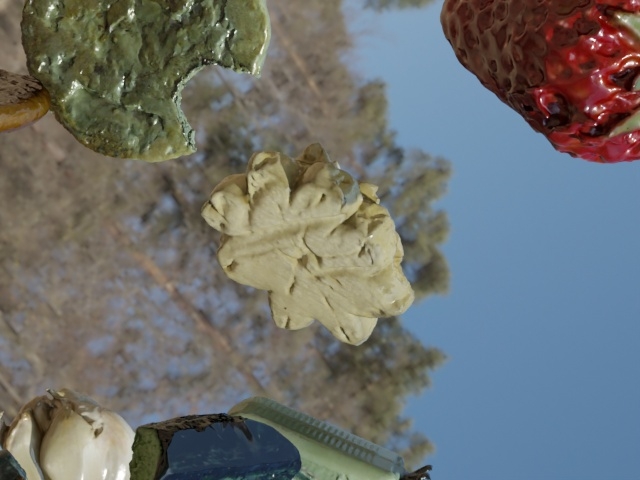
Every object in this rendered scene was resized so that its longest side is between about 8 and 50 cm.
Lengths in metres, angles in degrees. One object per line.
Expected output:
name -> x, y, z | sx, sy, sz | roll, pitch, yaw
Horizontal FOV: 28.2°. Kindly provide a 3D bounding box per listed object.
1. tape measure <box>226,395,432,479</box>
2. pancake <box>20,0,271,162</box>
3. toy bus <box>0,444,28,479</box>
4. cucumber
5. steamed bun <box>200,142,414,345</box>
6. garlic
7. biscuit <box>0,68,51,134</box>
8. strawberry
tape measure -> -0.023, 0.299, 1.392 | 0.115, 0.235, 0.207 | -20, 132, -80
pancake -> -0.163, -0.201, 1.153 | 0.254, 0.253, 0.037 | -27, 178, 17
toy bus -> -0.301, 0.274, 1.117 | 0.139, 0.167, 0.275 | -29, -168, -20
cucumber -> -0.086, 0.174, 1.048 | 0.046, 0.070, 0.220 | -28, 163, 27
steamed bun -> 0.000, 0.000, 1.667 | 0.295, 0.292, 0.137 | 21, -135, 15
garlic -> -0.414, 0.325, 1.973 | 0.281, 0.203, 0.185 | -5, -173, 17
biscuit -> -0.324, -0.112, 1.042 | 0.212, 0.036, 0.212 | 2, -161, -1
strawberry -> 0.208, -0.170, 1.082 | 0.244, 0.205, 0.205 | 18, -127, 41
